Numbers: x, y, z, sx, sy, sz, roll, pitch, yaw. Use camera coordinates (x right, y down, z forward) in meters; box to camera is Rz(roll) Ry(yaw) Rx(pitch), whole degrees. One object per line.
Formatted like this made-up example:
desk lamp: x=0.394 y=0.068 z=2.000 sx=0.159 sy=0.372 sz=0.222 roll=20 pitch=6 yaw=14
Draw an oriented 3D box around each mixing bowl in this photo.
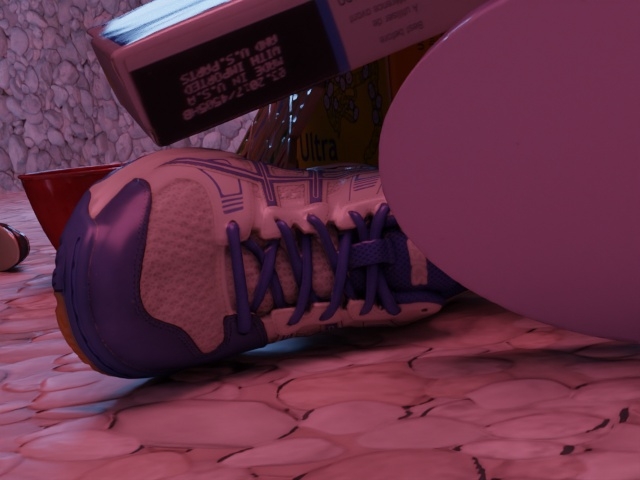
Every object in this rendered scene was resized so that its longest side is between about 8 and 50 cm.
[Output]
mixing bowl: x=-0.171 y=-0.021 z=0.972 sx=0.181 sy=0.098 sz=0.181 roll=-7 pitch=6 yaw=1

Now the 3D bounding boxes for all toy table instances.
toy table: x=0.180 y=-0.065 z=0.508 sx=0.274 sy=0.252 sz=0.161 roll=10 pitch=26 yaw=14

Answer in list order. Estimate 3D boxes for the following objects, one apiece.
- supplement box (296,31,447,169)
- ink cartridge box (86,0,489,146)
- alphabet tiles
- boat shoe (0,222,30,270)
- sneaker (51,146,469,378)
supplement box: x=0.167 y=-0.100 z=0.947 sx=0.357 sy=0.195 sz=0.194 roll=-8 pitch=6 yaw=-25
ink cartridge box: x=0.003 y=-0.162 z=0.713 sx=0.304 sy=0.072 sz=0.307 roll=-25 pitch=16 yaw=-7
alphabet tiles: x=-0.045 y=-0.059 z=0.812 sx=0.009 sy=0.198 sz=0.237 roll=24 pitch=26 yaw=-13
boat shoe: x=-0.326 y=0.006 z=1.123 sx=0.043 sy=0.049 sz=0.137 roll=-7 pitch=1 yaw=-35
sneaker: x=0.000 y=0.000 z=0.569 sx=0.131 sy=0.112 sz=0.296 roll=-1 pitch=9 yaw=36
